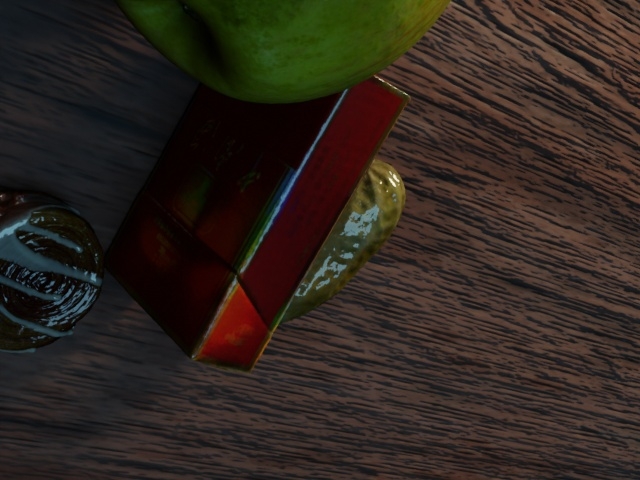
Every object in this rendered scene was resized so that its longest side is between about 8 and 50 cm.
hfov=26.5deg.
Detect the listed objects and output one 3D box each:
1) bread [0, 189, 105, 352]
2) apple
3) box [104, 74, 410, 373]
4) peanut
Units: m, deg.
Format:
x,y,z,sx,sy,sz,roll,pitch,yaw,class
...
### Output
x,y,z,sx,sy,sz,roll,pitch,yaw,class
-0.287,0.029,1.294,0.160,0.073,0.161,-19,127,-27,bread
-0.032,-0.275,1.111,0.339,0.339,0.340,-19,127,-28,apple
-0.071,-0.054,1.321,0.089,0.197,0.313,21,102,-44,box
0.000,0.000,1.486,0.226,0.095,0.108,-48,119,2,peanut
